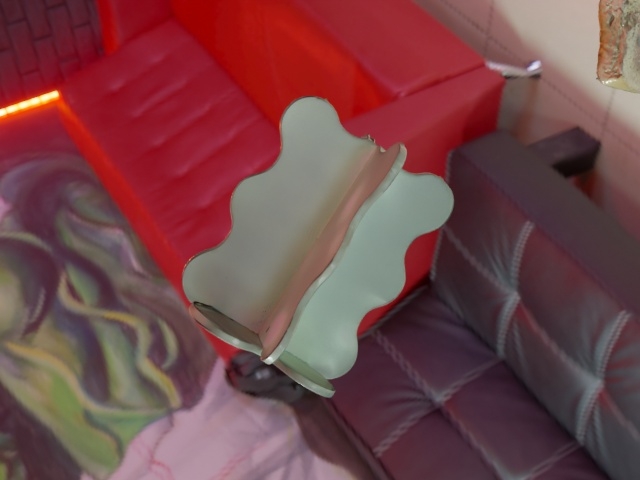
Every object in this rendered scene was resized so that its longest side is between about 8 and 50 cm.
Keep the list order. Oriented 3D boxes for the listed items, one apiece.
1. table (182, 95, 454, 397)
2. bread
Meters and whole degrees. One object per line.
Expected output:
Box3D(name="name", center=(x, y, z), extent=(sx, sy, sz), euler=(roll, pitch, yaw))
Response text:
Box3D(name="table", center=(0.000, 0.000, 0.798), extent=(0.166, 0.198, 0.166), euler=(33, -177, -2))
Box3D(name="bread", center=(0.250, -0.164, 0.797), extent=(0.035, 0.070, 0.083), euler=(7, 93, 39))
